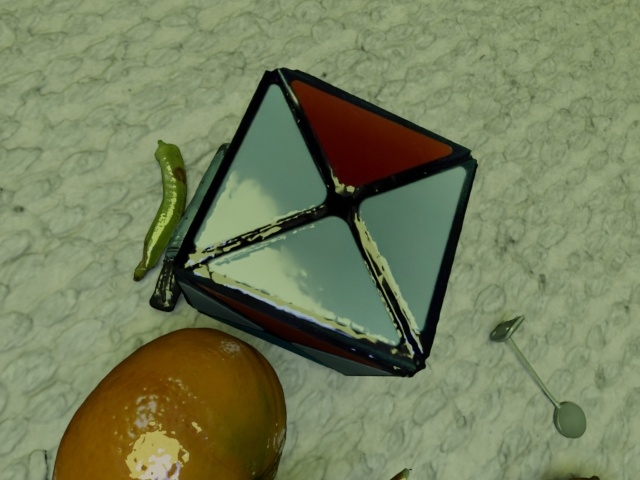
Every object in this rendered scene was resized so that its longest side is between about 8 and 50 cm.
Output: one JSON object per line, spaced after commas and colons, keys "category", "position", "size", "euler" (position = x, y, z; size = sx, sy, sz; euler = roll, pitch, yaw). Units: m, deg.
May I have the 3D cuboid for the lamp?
{"category": "lamp", "position": [0.323, 0.198, 0.619], "size": [0.050, 0.056, 0.198], "euler": [-36, 87, -22]}

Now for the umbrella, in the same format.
{"category": "umbrella", "position": [-0.162, -0.023, 0.583], "size": [0.052, 0.053, 0.250], "euler": [22, 71, -4]}

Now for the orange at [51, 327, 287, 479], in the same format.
{"category": "orange", "position": [-0.131, 0.208, 0.424], "size": [0.171, 0.240, 0.240], "euler": [21, 68, 22]}

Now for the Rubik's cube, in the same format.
{"category": "Rubik's cube", "position": [-0.001, 0.000, 0.507], "size": [0.250, 0.246, 0.248], "euler": [24, 71, -4]}

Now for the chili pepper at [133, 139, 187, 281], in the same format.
{"category": "chili pepper", "position": [-0.210, -0.046, 0.586], "size": [0.049, 0.043, 0.208], "euler": [13, 69, -33]}

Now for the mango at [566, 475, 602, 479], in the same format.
{"category": "mango", "position": [0.379, 0.416, 0.529], "size": [0.156, 0.114, 0.251], "euler": [-36, 82, -26]}

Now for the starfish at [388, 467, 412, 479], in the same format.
{"category": "starfish", "position": [-0.058, 0.308, 0.377], "size": [0.347, 0.358, 0.078], "euler": [-31, 55, -22]}
